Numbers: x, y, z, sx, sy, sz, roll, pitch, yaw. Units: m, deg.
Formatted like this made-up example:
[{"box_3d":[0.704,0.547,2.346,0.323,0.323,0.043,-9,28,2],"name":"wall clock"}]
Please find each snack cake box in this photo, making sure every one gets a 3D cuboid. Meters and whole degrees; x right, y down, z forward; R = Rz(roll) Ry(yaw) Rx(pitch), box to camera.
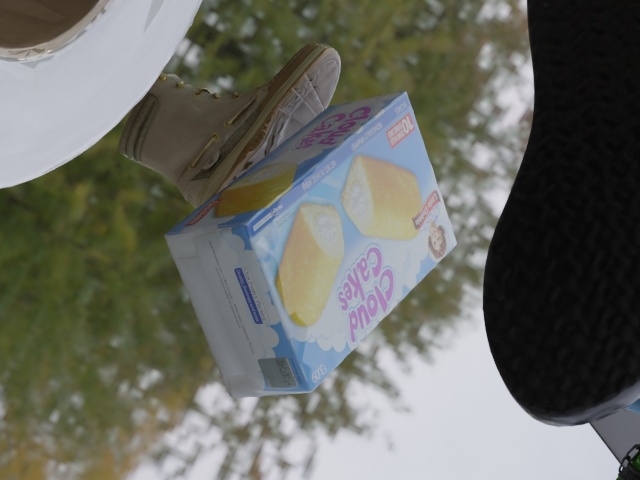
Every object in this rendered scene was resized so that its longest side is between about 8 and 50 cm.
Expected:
[{"box_3d":[0.000,0.000,1.488,0.089,0.152,0.264,-8,-158,37],"name":"snack cake box"}]

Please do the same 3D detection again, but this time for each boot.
[{"box_3d":[-0.095,-0.138,1.822,0.165,0.077,0.213,35,-96,33],"name":"boot"}]

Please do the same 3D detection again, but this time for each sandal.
[{"box_3d":[0.229,-0.049,1.373,0.167,0.107,0.446,-2,-123,20],"name":"sandal"}]

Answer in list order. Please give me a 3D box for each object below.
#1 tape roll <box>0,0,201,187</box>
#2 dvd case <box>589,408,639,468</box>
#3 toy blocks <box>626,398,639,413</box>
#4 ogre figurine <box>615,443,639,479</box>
[{"box_3d":[-0.160,-0.170,0.848,0.100,0.286,0.286,24,-95,29],"name":"tape roll"},{"box_3d":[0.376,0.171,1.853,0.179,0.238,0.029,-37,-179,1],"name":"dvd case"},{"box_3d":[0.291,0.124,1.371,0.123,0.148,0.054,-58,164,-75],"name":"toy blocks"},{"box_3d":[0.249,0.248,1.384,0.118,0.097,0.197,-49,-138,21],"name":"ogre figurine"}]
